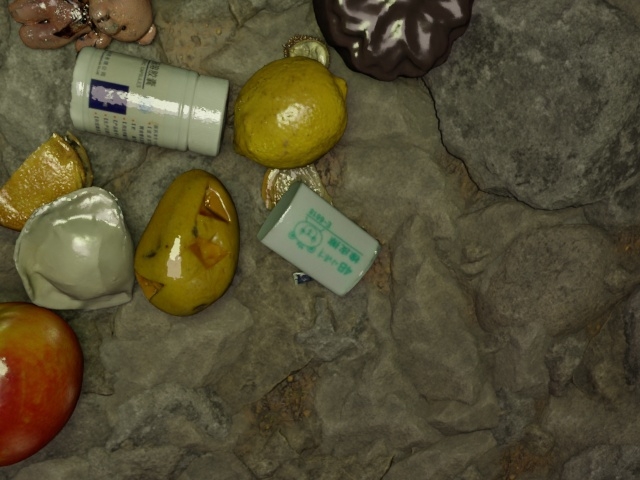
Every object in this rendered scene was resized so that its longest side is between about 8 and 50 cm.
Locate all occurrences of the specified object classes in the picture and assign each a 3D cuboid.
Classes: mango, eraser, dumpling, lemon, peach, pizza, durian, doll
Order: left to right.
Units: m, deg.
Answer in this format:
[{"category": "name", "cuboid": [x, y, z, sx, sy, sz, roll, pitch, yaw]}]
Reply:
[{"category": "peach", "cuboid": [-0.746, 0.342, 1.236, 0.387, 0.388, 0.389, -3, 105, -11]}, {"category": "dumpling", "cuboid": [-0.571, 0.050, 1.256, 0.260, 0.341, 0.181, -20, 70, -30]}, {"category": "doll", "cuboid": [-0.523, -0.494, 1.162, 0.303, 0.156, 0.201, -18, 130, -5]}, {"category": "mango", "cuboid": [-0.323, 0.005, 1.313, 0.252, 0.182, 0.365, 9, 87, -40]}, {"category": "lemon", "cuboid": [-0.074, -0.295, 1.261, 0.310, 0.253, 0.254, -33, 108, 3]}, {"category": "pizza", "cuboid": [-0.052, -0.112, 1.421, 0.181, 0.034, 0.262, -35, 108, -2]}, {"category": "durian", "cuboid": [-0.044, -0.464, 1.311, 0.140, 0.071, 0.110, 16, 123, -38]}, {"category": "eraser", "cuboid": [0.000, 0.000, 1.399, 0.290, 0.104, 0.189, 36, 95, -23]}]

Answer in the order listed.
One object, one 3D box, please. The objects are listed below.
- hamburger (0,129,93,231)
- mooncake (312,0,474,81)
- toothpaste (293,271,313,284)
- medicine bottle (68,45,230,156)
[{"category": "hamburger", "cuboid": [-0.642, -0.113, 1.246, 0.283, 0.144, 0.156, -45, 113, 7]}, {"category": "mooncake", "cuboid": [0.177, -0.569, 1.270, 0.380, 0.212, 0.351, -8, 112, -7]}, {"category": "toothpaste", "cuboid": [-0.007, 0.094, 1.490, 0.139, 0.021, 0.037, -12, 103, -7]}, {"category": "medicine bottle", "cuboid": [-0.379, -0.313, 1.220, 0.331, 0.190, 0.190, 10, 102, -14]}]
